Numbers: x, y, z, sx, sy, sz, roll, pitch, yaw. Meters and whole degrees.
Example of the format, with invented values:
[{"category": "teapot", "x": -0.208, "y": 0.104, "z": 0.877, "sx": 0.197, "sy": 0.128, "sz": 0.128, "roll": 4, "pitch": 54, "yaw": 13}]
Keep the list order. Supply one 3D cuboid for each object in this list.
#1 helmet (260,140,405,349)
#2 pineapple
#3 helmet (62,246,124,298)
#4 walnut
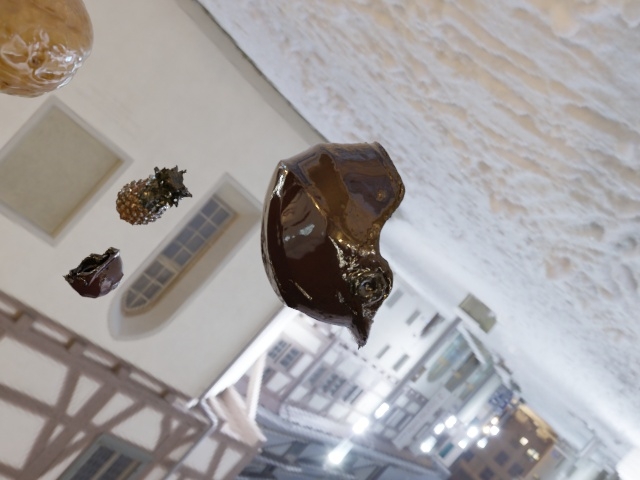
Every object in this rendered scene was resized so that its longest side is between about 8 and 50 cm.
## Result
[{"category": "helmet", "x": 0.000, "y": 0.000, "z": 0.988, "sx": 0.177, "sy": 0.305, "sz": 0.225, "roll": 8, "pitch": -174, "yaw": -14}, {"category": "pineapple", "x": -0.236, "y": -0.065, "z": 0.984, "sx": 0.074, "sy": 0.074, "sz": 0.159, "roll": 42, "pitch": 146, "yaw": -23}, {"category": "helmet", "x": -0.403, "y": 0.065, "z": 1.257, "sx": 0.123, "sy": 0.098, "sz": 0.070, "roll": -9, "pitch": 118, "yaw": 34}, {"category": "walnut", "x": -0.428, "y": -0.297, "z": 0.953, "sx": 0.195, "sy": 0.195, "sz": 0.222, "roll": 42, "pitch": -168, "yaw": 32}]
